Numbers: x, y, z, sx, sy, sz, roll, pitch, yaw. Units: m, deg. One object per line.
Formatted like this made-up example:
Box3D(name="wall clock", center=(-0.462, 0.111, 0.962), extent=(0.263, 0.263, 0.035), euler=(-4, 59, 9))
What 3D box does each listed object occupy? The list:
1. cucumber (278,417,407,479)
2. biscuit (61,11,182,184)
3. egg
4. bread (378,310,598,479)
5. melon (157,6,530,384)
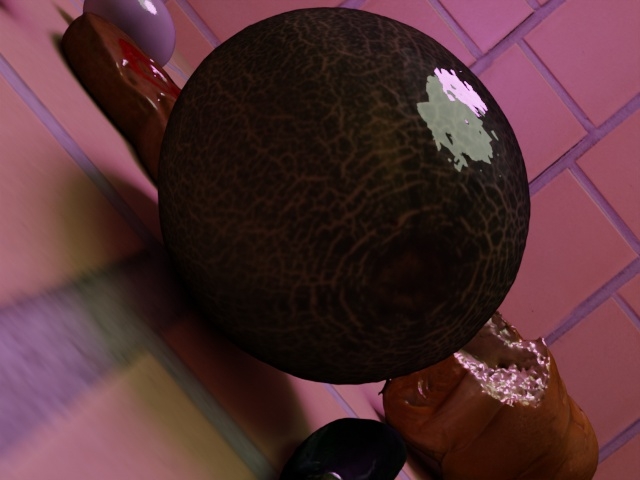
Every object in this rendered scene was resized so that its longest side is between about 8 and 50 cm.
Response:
Box3D(name="cucumber", center=(0.017, 0.130, 0.403), extent=(0.056, 0.056, 0.284), euler=(51, 1, 17))
Box3D(name="biscuit", center=(-0.135, -0.096, 0.763), extent=(0.367, 0.063, 0.314), euler=(50, 2, -12))
Box3D(name="egg", center=(-0.243, -0.275, 0.897), extent=(0.103, 0.103, 0.135), euler=(53, 3, 38))
Box3D(name="bread", center=(0.219, 0.226, 0.833), extent=(0.148, 0.195, 0.344), euler=(26, -15, 44))
Box3D(name="melon", center=(0.008, -0.038, 0.484), extent=(0.237, 0.237, 0.302), euler=(48, 3, -28))
